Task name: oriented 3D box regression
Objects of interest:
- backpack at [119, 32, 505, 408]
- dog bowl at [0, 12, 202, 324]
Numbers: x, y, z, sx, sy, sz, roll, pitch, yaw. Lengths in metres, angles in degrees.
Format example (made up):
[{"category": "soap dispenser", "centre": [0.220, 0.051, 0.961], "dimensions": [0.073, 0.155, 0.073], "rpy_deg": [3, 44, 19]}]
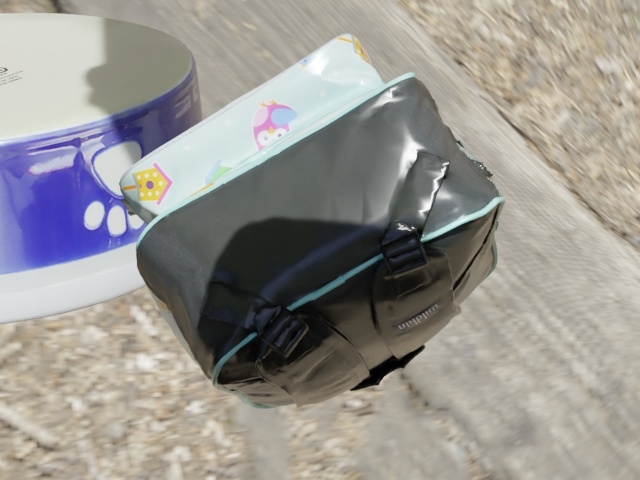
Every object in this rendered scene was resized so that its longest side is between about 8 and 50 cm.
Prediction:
[{"category": "backpack", "centre": [0.000, 0.000, 0.961], "dimensions": [0.166, 0.188, 0.144], "rpy_deg": [-34, 68, -1]}, {"category": "dog bowl", "centre": [-0.198, -0.048, 1.152], "dimensions": [0.265, 0.265, 0.104], "rpy_deg": [3, 112, 12]}]
